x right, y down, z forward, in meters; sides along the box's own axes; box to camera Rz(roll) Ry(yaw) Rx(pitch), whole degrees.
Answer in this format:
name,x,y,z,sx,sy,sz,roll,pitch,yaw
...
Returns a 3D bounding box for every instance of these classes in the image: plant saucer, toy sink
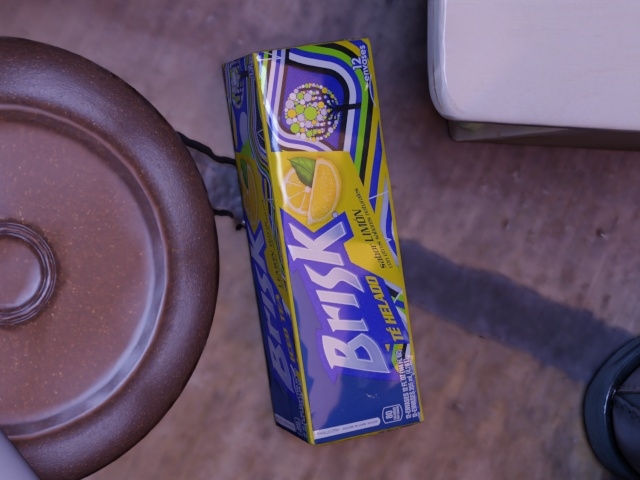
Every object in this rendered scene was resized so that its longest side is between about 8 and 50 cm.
name,x,y,z,sx,sy,sz,roll,pitch,yaw
plant saucer,-0.133,0.013,0.589,0.198,0.036,0.198,-1,92,-21
toy sink,0.133,-0.118,0.632,0.234,0.131,0.153,0,91,-21

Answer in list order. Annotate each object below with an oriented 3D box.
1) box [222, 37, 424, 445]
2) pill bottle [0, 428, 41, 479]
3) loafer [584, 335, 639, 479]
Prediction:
name,x,y,z,sx,sy,sz,roll,pitch,yaw
box,0.000,0.000,0.624,0.054,0.059,0.169,-10,95,-17
pill bottle,-0.093,0.222,0.540,0.169,0.169,0.301,-35,103,-16
loafer,0.257,0.042,0.705,0.267,0.084,0.096,-32,102,-16
